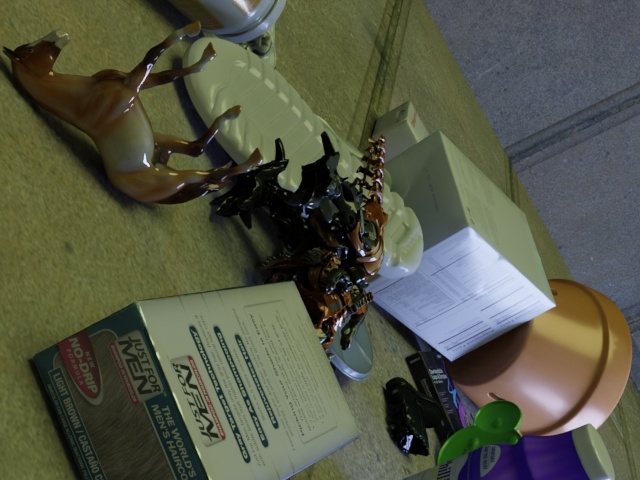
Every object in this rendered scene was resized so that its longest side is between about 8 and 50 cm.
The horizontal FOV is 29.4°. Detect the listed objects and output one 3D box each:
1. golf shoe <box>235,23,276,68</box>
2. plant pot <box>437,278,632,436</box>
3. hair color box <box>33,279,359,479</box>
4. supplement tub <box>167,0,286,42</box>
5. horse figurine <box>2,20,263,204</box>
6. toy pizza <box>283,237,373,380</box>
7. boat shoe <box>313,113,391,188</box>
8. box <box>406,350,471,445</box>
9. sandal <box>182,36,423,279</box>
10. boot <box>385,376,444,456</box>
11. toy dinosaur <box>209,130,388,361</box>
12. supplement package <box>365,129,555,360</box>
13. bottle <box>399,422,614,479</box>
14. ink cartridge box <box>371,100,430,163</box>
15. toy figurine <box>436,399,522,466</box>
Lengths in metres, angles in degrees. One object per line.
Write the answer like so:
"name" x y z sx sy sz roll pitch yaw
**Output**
"golf shoe" -0.093 -0.282 1.759 0.176 0.069 0.086 -87 167 -52
"plant pot" 0.329 0.178 1.997 0.203 0.291 0.291 28 36 -34
"hair color box" -0.090 0.139 1.058 0.174 0.105 0.347 66 17 7
"supplement tub" -0.141 -0.351 1.544 0.199 0.144 0.144 39 30 -55
"horse figurine" -0.162 -0.108 1.159 0.263 0.174 0.066 65 2 -49
"toy pizza" 0.003 0.088 1.528 0.201 0.032 0.201 52 19 -27
"boat shoe" 0.002 -0.122 1.759 0.227 0.079 0.081 32 -3 -33
"box" 0.187 0.245 1.848 0.162 0.029 0.116 66 17 13
"sandal" -0.036 -0.080 1.549 0.416 0.102 0.169 43 38 -19
"boot" 0.132 0.249 1.654 0.121 0.045 0.099 42 24 -35
"toy dinosaur" 0.000 0.000 1.418 0.218 0.164 0.322 52 28 -32
"supplement package" 0.191 0.014 1.860 0.262 0.198 0.199 38 30 -41
"bottle" 0.180 0.283 1.342 0.092 0.282 0.118 60 19 -13
"ink cartridge box" 0.179 -0.150 2.300 0.191 0.082 0.140 58 18 -15
"toy figurine" 0.258 0.347 1.765 0.173 0.130 0.159 -60 139 -41
